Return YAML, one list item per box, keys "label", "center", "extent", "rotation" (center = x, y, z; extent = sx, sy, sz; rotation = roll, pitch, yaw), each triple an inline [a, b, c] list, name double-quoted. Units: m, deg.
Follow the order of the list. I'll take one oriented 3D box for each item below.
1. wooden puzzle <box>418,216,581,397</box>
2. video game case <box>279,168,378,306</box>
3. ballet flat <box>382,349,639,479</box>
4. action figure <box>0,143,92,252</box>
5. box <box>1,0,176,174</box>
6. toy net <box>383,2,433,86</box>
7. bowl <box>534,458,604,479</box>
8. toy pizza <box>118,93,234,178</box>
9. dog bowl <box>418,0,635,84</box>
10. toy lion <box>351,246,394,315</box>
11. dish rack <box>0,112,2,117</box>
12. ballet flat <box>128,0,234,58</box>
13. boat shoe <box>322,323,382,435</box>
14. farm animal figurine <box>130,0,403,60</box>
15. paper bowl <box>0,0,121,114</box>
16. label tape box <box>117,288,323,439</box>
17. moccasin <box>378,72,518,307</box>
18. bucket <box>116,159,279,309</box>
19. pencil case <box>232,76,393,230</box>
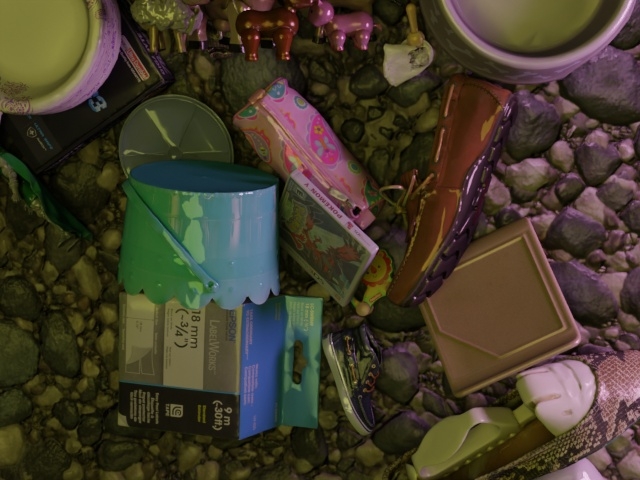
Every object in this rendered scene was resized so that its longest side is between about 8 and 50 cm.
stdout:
- label: "wooden puzzle"
  center: [0.275, 0.107, 1.875]
  extent: [0.221, 0.044, 0.239]
  rotation: [-27, 62, 15]
- label: "video game case"
  center: [0.000, 0.000, 1.894]
  extent: [0.183, 0.201, 0.023]
  rotation: [44, 61, 12]
- label: "ballet flat"
  center: [0.303, 0.301, 1.860]
  extent: [0.482, 0.164, 0.182]
  rotation: [-34, 131, 17]
- label: "action figure"
  center: [-0.501, -0.081, 2.041]
  extent: [0.063, 0.137, 0.232]
  rotation: [-41, 77, -3]
- label: "box"
  center: [-0.444, -0.313, 2.012]
  extent: [0.293, 0.073, 0.296]
  rotation: [-32, 91, 17]
- label: "toy net"
  center: [0.183, -0.345, 1.876]
  extent: [0.122, 0.045, 0.232]
  rotation: [26, 107, -15]
- label: "bowl"
  center: [0.409, 0.441, 1.931]
  extent: [0.142, 0.053, 0.142]
  rotation: [-32, 88, 15]
- label: "toy pizza"
  center: [-0.243, -0.151, 1.999]
  extent: [0.201, 0.032, 0.201]
  rotation: [3, 109, 8]
- label: "dog bowl"
  center: [0.317, -0.409, 1.768]
  extent: [0.348, 0.102, 0.349]
  rotation: [0, 96, 3]
- label: "toy lion"
  center: [0.084, 0.063, 1.964]
  extent: [0.100, 0.034, 0.096]
  rotation: [-36, 82, 16]
- label: "dish rack"
  center: [-0.694, -0.194, 2.044]
  extent: [0.285, 0.072, 0.333]
  rotation: [24, 113, 19]
- label: "ballet flat"
  center: [-0.248, -0.372, 1.955]
  extent: [0.249, 0.084, 0.058]
  rotation: [29, 103, 2]
- label: "boat shoe"
  center: [0.071, 0.233, 1.972]
  extent: [0.083, 0.065, 0.183]
  rotation: [-21, 92, 17]
- label: "farm animal figurine"
  center: [-0.080, -0.380, 1.805]
  extent: [0.326, 0.330, 0.172]
  rotation: [6, 107, 26]
- label: "paper bowl"
  center: [-0.459, -0.345, 1.897]
  extent: [0.284, 0.148, 0.284]
  rotation: [1, 96, 12]
- label: "label tape box"
  center: [-0.173, 0.205, 2.005]
  extent: [0.333, 0.106, 0.241]
  rotation: [4, 100, 13]
- label: "moccasin"
  center: [0.181, -0.078, 1.856]
  extent: [0.147, 0.139, 0.380]
  rotation: [21, 98, 18]
- label: "bucket"
  center: [-0.192, -0.016, 1.882]
  extent: [0.281, 0.281, 0.183]
  rotation: [7, 105, 12]
- label: "pencil case"
  center: [-0.013, -0.129, 1.910]
  extent: [0.124, 0.124, 0.284]
  rotation: [-41, 86, 15]
